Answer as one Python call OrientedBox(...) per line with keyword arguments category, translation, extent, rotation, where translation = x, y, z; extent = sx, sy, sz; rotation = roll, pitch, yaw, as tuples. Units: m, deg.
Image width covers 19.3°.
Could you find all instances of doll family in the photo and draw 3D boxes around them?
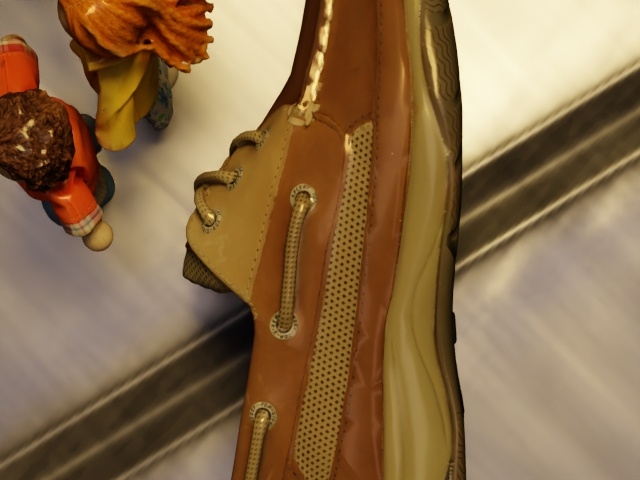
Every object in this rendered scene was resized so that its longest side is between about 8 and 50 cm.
OrientedBox(category="doll family", translation=(-0.119, -0.130, 0.776), extent=(0.118, 0.163, 0.263), rotation=(-29, 86, -2))

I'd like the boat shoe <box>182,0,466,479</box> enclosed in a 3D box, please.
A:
OrientedBox(category="boat shoe", translation=(0.000, 0.000, 0.790), extent=(0.119, 0.122, 0.324), rotation=(-1, 85, 3))
